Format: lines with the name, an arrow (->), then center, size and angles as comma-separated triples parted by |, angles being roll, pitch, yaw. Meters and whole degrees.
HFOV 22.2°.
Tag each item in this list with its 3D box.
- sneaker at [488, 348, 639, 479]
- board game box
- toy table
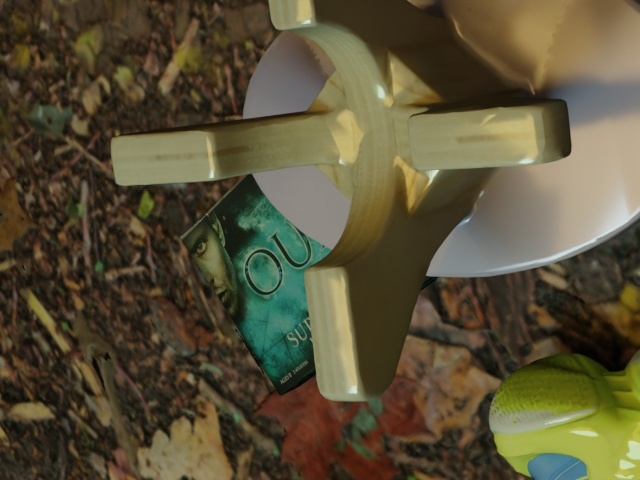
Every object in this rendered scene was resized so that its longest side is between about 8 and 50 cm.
sneaker -> 0.210, 0.113, 0.844 | 0.240, 0.091, 0.126 | -5, 119, 40
board game box -> 0.000, 0.000, 1.004 | 0.186, 0.026, 0.126 | -42, 77, 40
toy table -> 0.040, -0.058, 0.840 | 0.274, 0.161, 0.252 | -16, 91, 35
